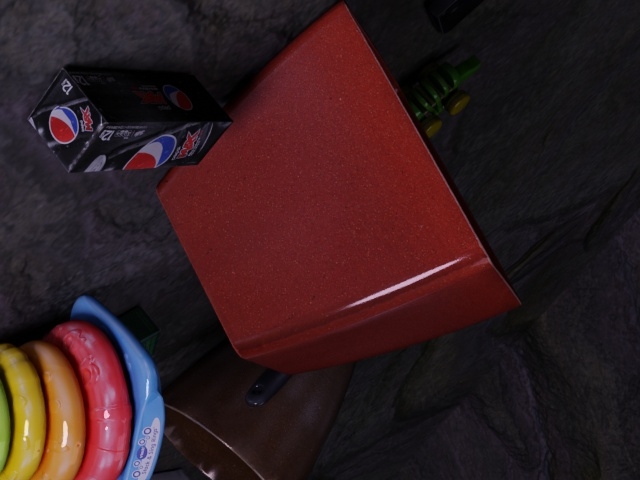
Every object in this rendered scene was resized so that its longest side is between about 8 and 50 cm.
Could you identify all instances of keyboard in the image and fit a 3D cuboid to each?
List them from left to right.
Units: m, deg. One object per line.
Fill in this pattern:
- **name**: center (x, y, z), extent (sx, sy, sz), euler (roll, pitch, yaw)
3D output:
- **keyboard**: center (0.176, -0.277, 1.368), extent (0.180, 0.023, 0.108), euler (-42, 169, 3)

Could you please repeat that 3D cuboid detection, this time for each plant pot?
- **plant pot**: center (-0.059, 0.189, 1.755), extent (0.230, 0.215, 0.215), euler (-49, 167, -22)
- **plant pot**: center (0.008, -0.017, 1.299), extent (0.235, 0.267, 0.267), euler (-29, 164, 7)

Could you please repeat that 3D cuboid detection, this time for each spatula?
- **spatula**: center (-0.002, 0.099, 1.702), extent (0.296, 0.084, 0.030), euler (-52, 141, -34)

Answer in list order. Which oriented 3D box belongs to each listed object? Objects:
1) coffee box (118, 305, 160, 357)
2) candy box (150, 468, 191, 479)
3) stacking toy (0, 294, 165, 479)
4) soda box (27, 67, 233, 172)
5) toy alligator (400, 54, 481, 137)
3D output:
- **coffee box**: center (-0.256, 0.150, 1.467), extent (0.184, 0.040, 0.113), euler (-31, 160, -30)
- **candy box**: center (-0.282, 0.426, 2.042), extent (0.196, 0.070, 0.165), euler (-45, 162, 13)
- **stacking toy**: center (-0.304, 0.159, 1.249), extent (0.302, 0.166, 0.175), euler (-2, 118, -38)
- **soda box**: center (-0.142, -0.092, 1.081), extent (0.053, 0.060, 0.169), euler (-48, 162, 24)
- **toy alligator**: center (0.094, -0.134, 1.483), extent (0.189, 0.056, 0.051), euler (-41, 163, 0)
